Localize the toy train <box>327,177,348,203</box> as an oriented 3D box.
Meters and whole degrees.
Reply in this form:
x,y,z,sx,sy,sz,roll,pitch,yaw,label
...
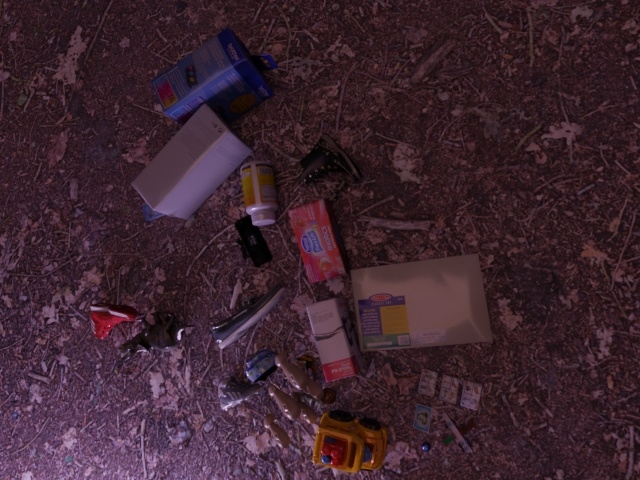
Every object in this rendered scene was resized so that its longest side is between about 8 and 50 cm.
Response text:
x,y,z,sx,sy,sz,roll,pitch,yaw,label
0.044,-0.150,1.453,0.027,0.036,0.158,37,96,8,toy train

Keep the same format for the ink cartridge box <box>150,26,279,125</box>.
x,y,z,sx,sy,sz,roll,pitch,yaw,label
-0.348,-0.560,1.484,0.396,0.270,0.151,-31,79,10,ink cartridge box

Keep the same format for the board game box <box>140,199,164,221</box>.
x,y,z,sx,sy,sz,roll,pitch,yaw,label
-0.656,-0.130,1.643,0.090,0.020,0.090,-21,78,10,board game box

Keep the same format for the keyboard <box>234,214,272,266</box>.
x,y,z,sx,sy,sz,roll,pitch,yaw,label
-0.256,0.008,1.522,0.100,0.038,0.192,-24,76,-13,keyboard

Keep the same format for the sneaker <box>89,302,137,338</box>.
x,y,z,sx,sy,sz,roll,pitch,yaw,label
-0.794,0.316,1.605,0.221,0.087,0.127,5,93,27,sneaker

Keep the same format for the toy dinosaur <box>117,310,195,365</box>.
x,y,z,sx,sy,sz,roll,pitch,yaw,label
-0.580,0.347,1.534,0.314,0.121,0.160,-9,93,9,toy dinosaur

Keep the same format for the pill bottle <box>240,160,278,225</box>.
x,y,z,sx,sy,sz,roll,pitch,yaw,label
-0.214,-0.165,1.480,0.117,0.117,0.214,-11,80,13,pill bottle

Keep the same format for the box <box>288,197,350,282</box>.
x,y,z,sx,sy,sz,roll,pitch,yaw,label
0.000,0.000,1.383,0.128,0.123,0.256,-16,89,13,box

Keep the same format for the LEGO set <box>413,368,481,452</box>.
x,y,z,sx,sy,sz,roll,pitch,yaw,label
0.387,0.539,1.288,0.183,0.060,0.244,8,84,28,LEGO set

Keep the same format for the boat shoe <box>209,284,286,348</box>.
x,y,z,sx,sy,sz,roll,pitch,yaw,label
-0.257,0.245,1.445,0.319,0.116,0.099,-42,79,12,boat shoe

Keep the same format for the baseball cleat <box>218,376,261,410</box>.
x,y,z,sx,sy,sz,roll,pitch,yaw,label
-0.287,0.508,1.419,0.206,0.072,0.109,-36,73,28,baseball cleat

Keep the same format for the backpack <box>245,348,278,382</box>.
x,y,z,sx,sy,sz,roll,pitch,yaw,label
-0.201,0.424,1.407,0.105,0.114,0.084,-44,75,7,backpack

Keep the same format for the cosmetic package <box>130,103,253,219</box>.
x,y,z,sx,sy,sz,roll,pitch,yaw,label
-0.456,-0.269,1.509,0.385,0.217,0.156,-43,75,4,cosmetic package

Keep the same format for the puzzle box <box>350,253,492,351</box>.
x,y,z,sx,sy,sz,roll,pitch,yaw,label
0.311,0.200,1.332,0.409,0.052,0.271,-8,82,14,puzzle box

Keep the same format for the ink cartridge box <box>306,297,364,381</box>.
x,y,z,sx,sy,sz,roll,pitch,yaw,label
0.050,0.304,1.326,0.100,0.172,0.237,-18,79,12,ink cartridge box

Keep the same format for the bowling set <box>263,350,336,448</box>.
x,y,z,sx,sy,sz,roll,pitch,yaw,label
-0.067,0.508,1.362,0.154,0.200,0.286,31,107,47,bowling set

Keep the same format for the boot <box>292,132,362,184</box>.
x,y,z,sx,sy,sz,roll,pitch,yaw,label
0.021,-0.240,1.436,0.179,0.085,0.236,-41,59,9,boot

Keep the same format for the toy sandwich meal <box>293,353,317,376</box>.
x,y,z,sx,sy,sz,roll,pitch,yaw,label
-0.053,0.425,1.412,0.086,0.029,0.085,-2,83,15,toy sandwich meal

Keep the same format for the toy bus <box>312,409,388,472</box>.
x,y,z,sx,sy,sz,roll,pitch,yaw,label
0.083,0.625,1.260,0.220,0.211,0.149,9,84,14,toy bus
